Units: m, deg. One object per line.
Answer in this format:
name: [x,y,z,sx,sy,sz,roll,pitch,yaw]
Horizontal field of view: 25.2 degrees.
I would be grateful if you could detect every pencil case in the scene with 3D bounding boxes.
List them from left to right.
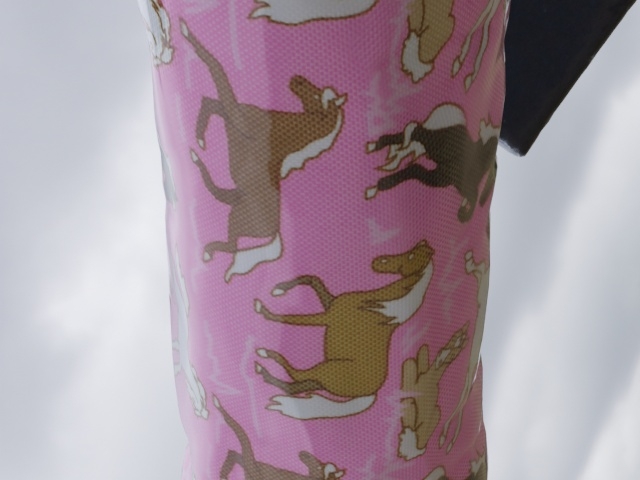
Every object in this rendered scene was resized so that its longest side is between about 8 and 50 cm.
pencil case: [0.000,0.000,0.594,0.167,0.160,0.386,-47,-38,-48]

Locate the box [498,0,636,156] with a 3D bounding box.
box: [0.161,-0.373,1.306,0.472,0.297,0.480,-53,10,7]
